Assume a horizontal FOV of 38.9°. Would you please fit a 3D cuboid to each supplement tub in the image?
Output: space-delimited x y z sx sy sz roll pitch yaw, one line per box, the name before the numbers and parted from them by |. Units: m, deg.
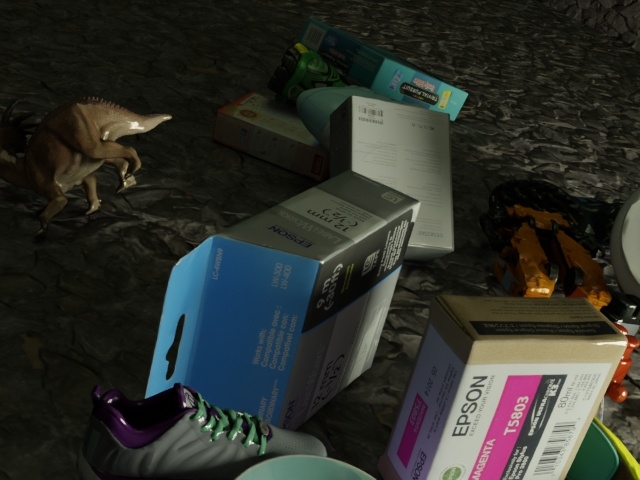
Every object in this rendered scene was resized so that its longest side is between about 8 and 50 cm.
supplement tub | 0.545 0.020 1.328 0.228 0.228 0.316 26 1 21

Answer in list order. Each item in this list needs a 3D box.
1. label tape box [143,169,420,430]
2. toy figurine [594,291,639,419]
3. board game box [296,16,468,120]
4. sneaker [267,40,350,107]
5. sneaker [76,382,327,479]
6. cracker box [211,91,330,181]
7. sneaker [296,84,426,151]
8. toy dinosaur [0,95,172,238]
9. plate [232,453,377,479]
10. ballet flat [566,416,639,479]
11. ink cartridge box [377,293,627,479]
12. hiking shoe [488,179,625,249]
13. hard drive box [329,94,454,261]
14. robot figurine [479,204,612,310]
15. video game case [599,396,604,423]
label tape box | -0.037 0.089 0.991 0.115 0.249 0.347 26 29 20
toy figurine | 0.415 0.186 1.152 0.213 0.148 0.209 27 23 12
board game box | 0.144 -0.387 2.070 0.336 0.079 0.254 9 23 -50
sneaker | -0.010 -0.302 1.841 0.146 0.134 0.343 34 10 1
sneaker | -0.092 0.171 0.782 0.223 0.098 0.083 3 29 -20
cracker box | -0.067 -0.200 1.717 0.232 0.067 0.156 22 28 14
sneaker | 0.090 -0.228 1.660 0.150 0.135 0.366 46 21 23
toy dinosaur | -0.369 -0.138 1.289 0.200 0.295 0.127 57 3 -2
plate | 0.000 0.255 0.732 0.188 0.024 0.188 15 36 -11
ballet flat | 0.345 0.284 1.031 0.077 0.077 0.231 22 22 -37
ink cartridge box | 0.187 0.176 0.958 0.193 0.235 0.088 1 30 -24
hiking shoe | 0.459 -0.032 1.665 0.304 0.113 0.132 15 -4 14
hard drive box | 0.110 -0.094 1.430 0.181 0.089 0.232 7 73 -21
robot figurine | 0.364 0.035 1.477 0.211 0.085 0.291 12 28 -6
video game case | 0.334 0.212 1.210 0.087 0.011 0.122 21 28 10
